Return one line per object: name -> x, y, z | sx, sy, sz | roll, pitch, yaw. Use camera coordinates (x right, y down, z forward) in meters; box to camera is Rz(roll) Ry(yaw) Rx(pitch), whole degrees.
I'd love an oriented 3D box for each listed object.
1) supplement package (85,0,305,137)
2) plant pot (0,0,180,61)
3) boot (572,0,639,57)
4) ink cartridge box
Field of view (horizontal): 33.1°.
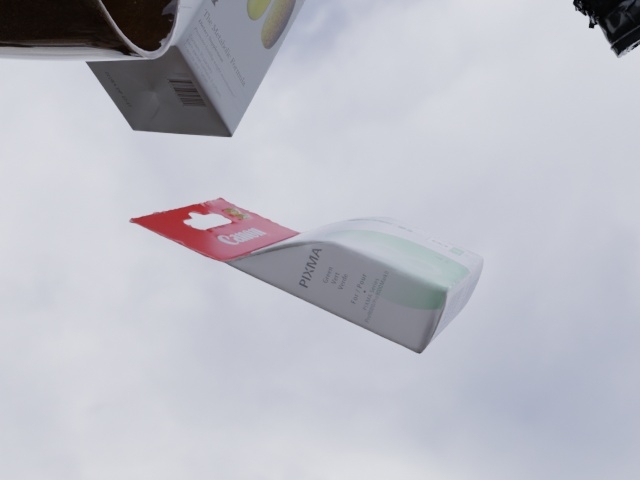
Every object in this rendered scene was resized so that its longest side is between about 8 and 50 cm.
supplement package -> -0.123, -0.246, 1.133 | 0.134, 0.244, 0.139 | 7, -32, 29
plant pot -> -0.231, -0.200, 0.665 | 0.230, 0.215, 0.215 | -8, -36, 11
boot -> 0.305, -0.247, 1.045 | 0.121, 0.099, 0.045 | -34, -10, 10
ink cartridge box -> 0.000, 0.000, 0.793 | 0.225, 0.181, 0.056 | 26, -77, 12
